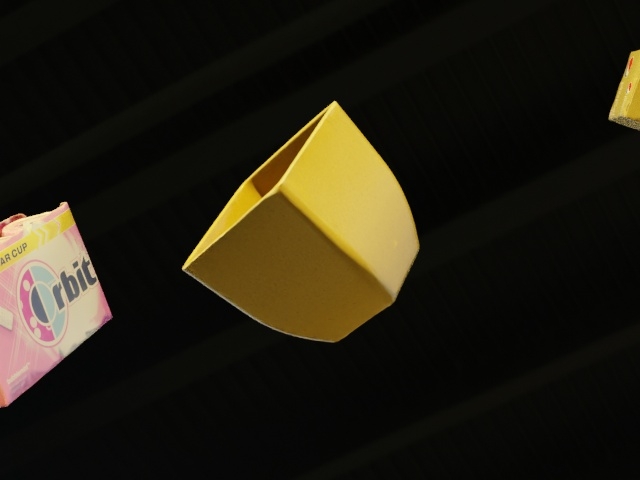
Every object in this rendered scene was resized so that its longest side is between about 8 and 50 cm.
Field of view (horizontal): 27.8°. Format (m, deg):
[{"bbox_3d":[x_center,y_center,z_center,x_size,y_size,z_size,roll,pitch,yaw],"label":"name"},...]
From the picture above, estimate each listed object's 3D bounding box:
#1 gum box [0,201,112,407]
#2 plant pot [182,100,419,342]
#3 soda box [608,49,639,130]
[{"bbox_3d":[-0.242,0.048,1.017,0.062,0.188,0.107,-13,-76,21],"label":"gum box"},{"bbox_3d":[0.000,0.000,0.629,0.083,0.081,0.081,42,-50,-10],"label":"plant pot"},{"bbox_3d":[0.319,-0.091,0.986,0.181,0.061,0.058,18,-87,0],"label":"soda box"}]
